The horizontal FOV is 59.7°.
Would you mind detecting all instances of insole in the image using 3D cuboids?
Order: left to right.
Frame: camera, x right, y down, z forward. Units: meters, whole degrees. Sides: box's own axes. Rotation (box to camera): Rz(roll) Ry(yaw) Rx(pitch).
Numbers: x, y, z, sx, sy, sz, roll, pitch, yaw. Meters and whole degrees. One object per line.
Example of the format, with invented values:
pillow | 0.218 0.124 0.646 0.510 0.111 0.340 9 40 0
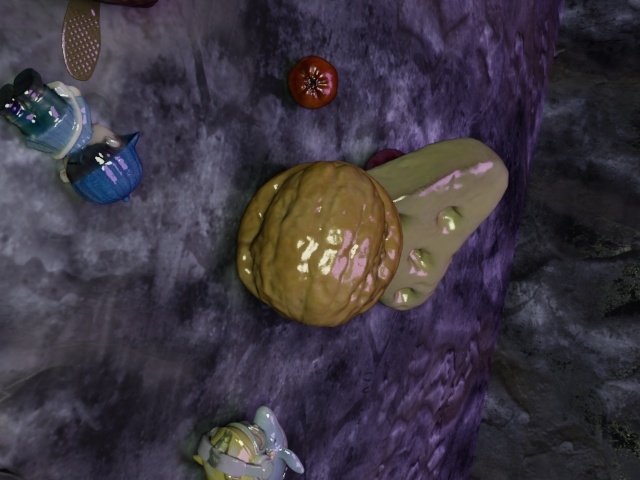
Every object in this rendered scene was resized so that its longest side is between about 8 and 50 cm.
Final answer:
insole | -0.242 -0.233 0.574 0.045 0.002 0.134 6 94 -58

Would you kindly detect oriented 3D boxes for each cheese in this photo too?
cheese | 0.210 -0.027 1.075 0.329 0.129 0.351 -28 133 4

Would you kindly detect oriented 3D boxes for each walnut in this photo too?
walnut | 0.000 0.000 0.835 0.224 0.257 0.256 104 3 -79

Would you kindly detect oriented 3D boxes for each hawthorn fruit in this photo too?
hawthorn fruit | -0.009 -0.247 0.877 0.093 0.081 0.080 -75 166 -74

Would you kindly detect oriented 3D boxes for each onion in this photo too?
onion | 0.139 -0.127 1.127 0.115 0.104 0.115 0 90 -13

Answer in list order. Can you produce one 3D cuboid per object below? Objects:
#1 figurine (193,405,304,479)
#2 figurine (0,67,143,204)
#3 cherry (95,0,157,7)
figurine | -0.116 0.349 0.836 0.184 0.129 0.208 31 78 -54
figurine | -0.239 -0.100 0.554 0.086 0.087 0.149 -37 141 4
cherry | -0.188 -0.323 0.453 0.300 0.203 0.230 73 37 -58
